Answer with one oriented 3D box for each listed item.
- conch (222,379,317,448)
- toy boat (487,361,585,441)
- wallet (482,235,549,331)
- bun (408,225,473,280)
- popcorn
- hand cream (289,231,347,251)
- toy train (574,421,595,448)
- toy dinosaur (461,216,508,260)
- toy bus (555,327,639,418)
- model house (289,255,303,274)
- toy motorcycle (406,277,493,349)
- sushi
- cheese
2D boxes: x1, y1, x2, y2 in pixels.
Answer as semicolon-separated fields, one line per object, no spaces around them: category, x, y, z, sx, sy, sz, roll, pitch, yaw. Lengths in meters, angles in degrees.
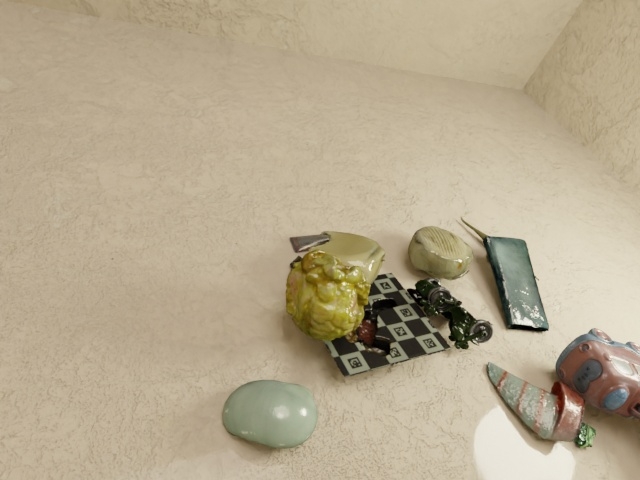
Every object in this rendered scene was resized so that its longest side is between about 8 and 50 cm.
conch;-0.114;0.394;1.064;0.221;0.120;0.185;9;14;-11
toy boat;0.628;0.470;1.361;0.282;0.096;0.206;28;51;17
wallet;0.732;0.153;1.693;0.191;0.046;0.378;7;58;-17
bun;0.432;0.052;1.643;0.239;0.141;0.239;12;37;-10
popcorn;0.023;0.143;1.204;0.212;0.259;0.259;9;43;-34
hand cream;0.000;0.000;1.567;0.210;0.043;0.067;-8;51;-25
toy train;0.786;0.583;1.346;0.053;0.033;0.083;37;43;8
toy dinosaur;0.713;0.007;1.892;0.252;0.072;0.199;12;34;-1
toy bus;0.908;0.433;1.399;0.294;0.197;0.231;21;27;-7
model house;-0.062;0.097;1.432;0.058;0.057;0.083;40;16;-22
toy motorcycle;0.406;0.228;1.456;0.275;0.127;0.205;41;5;-4
sushi;0.145;0.252;1.350;0.359;0.064;0.343;-8;40;-25
cheese;0.077;0.064;1.438;0.233;0.127;0.266;15;24;23
